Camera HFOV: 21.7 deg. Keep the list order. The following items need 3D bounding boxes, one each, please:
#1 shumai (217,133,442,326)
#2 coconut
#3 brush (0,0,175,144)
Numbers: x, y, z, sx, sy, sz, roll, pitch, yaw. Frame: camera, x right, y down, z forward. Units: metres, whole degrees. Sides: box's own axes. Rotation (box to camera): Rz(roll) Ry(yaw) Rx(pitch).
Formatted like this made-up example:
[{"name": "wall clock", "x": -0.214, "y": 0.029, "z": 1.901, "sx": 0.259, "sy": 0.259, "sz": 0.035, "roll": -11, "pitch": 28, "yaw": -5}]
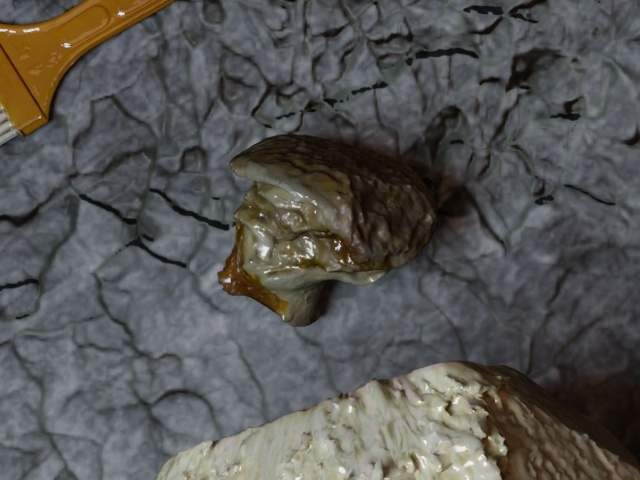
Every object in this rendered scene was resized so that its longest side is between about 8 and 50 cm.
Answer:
[{"name": "shumai", "x": -0.002, "y": -0.001, "z": 1.052, "sx": 0.145, "sy": 0.145, "sz": 0.116, "roll": 16, "pitch": 104, "yaw": 5}, {"name": "coconut", "x": 0.060, "y": 0.236, "z": 0.913, "sx": 0.297, "sy": 0.297, "sz": 0.309, "roll": -17, "pitch": 77, "yaw": -1}, {"name": "brush", "x": -0.145, "y": -0.153, "z": 1.131, "sx": 0.314, "sy": 0.017, "sz": 0.090, "roll": -32, "pitch": 79, "yaw": -5}]
